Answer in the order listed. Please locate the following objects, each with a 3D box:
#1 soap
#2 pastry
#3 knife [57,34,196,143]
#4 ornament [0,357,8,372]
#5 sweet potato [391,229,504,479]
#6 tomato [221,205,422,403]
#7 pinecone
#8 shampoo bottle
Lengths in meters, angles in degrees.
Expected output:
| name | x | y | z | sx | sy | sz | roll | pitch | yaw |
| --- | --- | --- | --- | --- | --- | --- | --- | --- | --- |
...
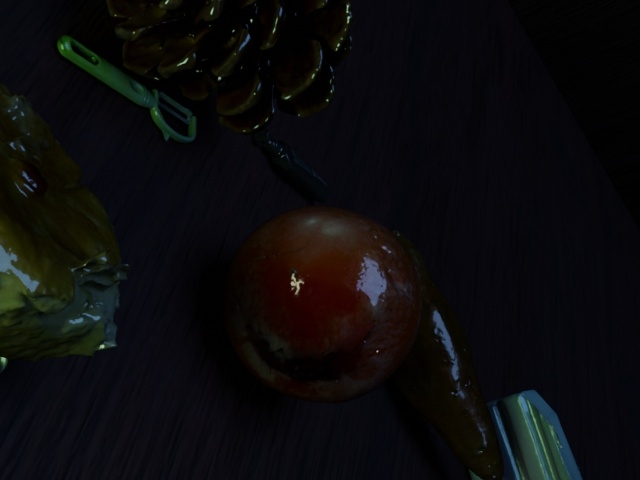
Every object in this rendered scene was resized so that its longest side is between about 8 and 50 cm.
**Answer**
| name | x | y | z | sx | sy | sz | roll | pitch | yaw |
| --- | --- | --- | --- | --- | --- | --- | --- | --- | --- |
| soap | 0.293 | 0.331 | 1.577 | 0.091 | 0.145 | 0.230 | 8 | 63 | -62 |
| pastry | -0.244 | -0.029 | 0.831 | 0.257 | 0.121 | 0.235 | 28 | 30 | -60 |
| knife | -0.199 | -0.152 | 1.184 | 0.212 | 0.015 | 0.054 | 33 | 49 | -50 |
| ornament | -0.268 | 0.086 | 0.824 | 0.092 | 0.041 | 0.068 | -65 | 134 | -69 |
| sweet potato | 0.145 | 0.158 | 1.482 | 0.112 | 0.112 | 0.359 | -6 | 77 | -63 |
| tomato | 0.001 | 0.067 | 1.167 | 0.208 | 0.208 | 0.184 | 65 | 27 | -3 |
| pinecone | -0.095 | -0.233 | 1.203 | 0.309 | 0.244 | 0.244 | -3 | 71 | -55 |
| shampoo bottle | -0.035 | -0.095 | 1.436 | 0.137 | 0.027 | 0.048 | 42 | 21 | -41 |
